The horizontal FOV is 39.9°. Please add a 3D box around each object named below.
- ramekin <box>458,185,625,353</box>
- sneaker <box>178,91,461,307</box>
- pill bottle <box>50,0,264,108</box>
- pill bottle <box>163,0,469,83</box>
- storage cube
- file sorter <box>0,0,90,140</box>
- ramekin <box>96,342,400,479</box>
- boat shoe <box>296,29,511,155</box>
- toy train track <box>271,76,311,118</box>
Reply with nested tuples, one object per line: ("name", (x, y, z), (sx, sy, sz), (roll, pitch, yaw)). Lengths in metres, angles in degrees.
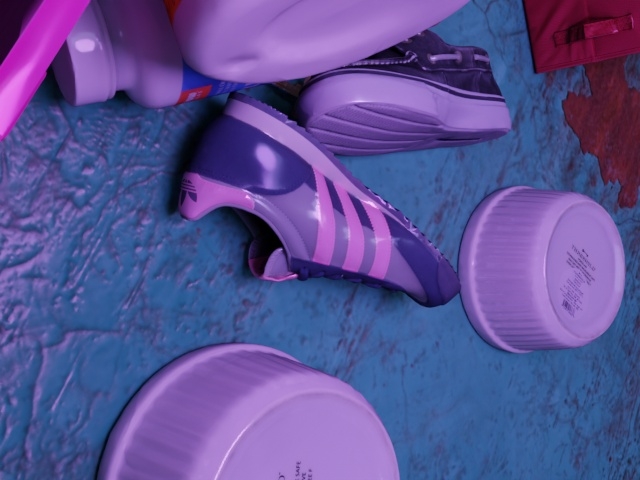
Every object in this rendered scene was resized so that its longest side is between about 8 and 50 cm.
("ramekin", (0.273, 0.035, 1.056), (0.207, 0.109, 0.207), (1, 89, -40))
("sneaker", (0.000, 0.000, 0.845), (0.319, 0.112, 0.131), (37, 81, -27))
("pill bottle", (-0.107, -0.177, 0.723), (0.221, 0.124, 0.124), (-18, 101, -23))
("pill bottle", (-0.044, -0.326, 0.590), (0.224, 0.224, 0.392), (-15, 84, -39))
("storage cube", (0.378, -0.330, 1.103), (0.215, 0.184, 0.193), (-18, 100, -38))
("file sorter", (-0.255, -0.168, 0.507), (0.182, 0.291, 0.202), (37, 67, -30))
("ramekin", (-0.047, 0.228, 0.773), (0.273, 0.127, 0.272), (1, 89, -40))
("boat shoe", (0.082, -0.158, 0.903), (0.335, 0.121, 0.119), (-6, 80, -55))
("toy train track", (-0.034, -0.150, 0.868), (0.083, 0.014, 0.048), (26, 80, -31))
